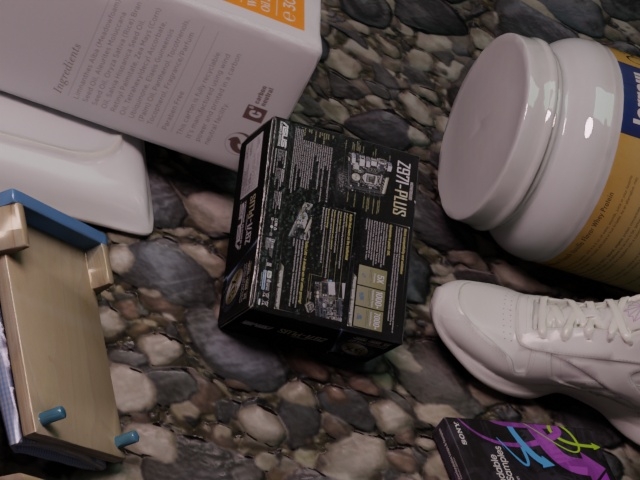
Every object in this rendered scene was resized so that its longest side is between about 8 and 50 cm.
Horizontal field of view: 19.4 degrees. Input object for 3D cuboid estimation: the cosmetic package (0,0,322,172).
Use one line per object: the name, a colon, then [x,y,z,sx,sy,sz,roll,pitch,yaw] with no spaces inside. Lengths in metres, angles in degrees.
cosmetic package: [-0.231,-0.250,1.701,0.453,0.161,0.230,18,37,-15]

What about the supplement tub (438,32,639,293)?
supplement tub: [0.299,-0.070,1.876,0.316,0.228,0.228,16,38,-19]

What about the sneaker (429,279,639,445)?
sneaker: [0.251,0.086,1.720,0.305,0.152,0.114,21,39,-10]

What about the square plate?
square plate: [-0.315,-0.169,1.725,0.344,0.049,0.347,14,39,-20]

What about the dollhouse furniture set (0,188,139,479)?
dollhouse furniture set: [-0.277,0.126,1.382,0.303,0.198,0.286,28,45,-62]

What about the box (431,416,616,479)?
box: [0.186,0.209,1.629,0.162,0.029,0.116,6,42,-28]

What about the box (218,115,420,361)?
box: [0.000,0.000,1.647,0.147,0.077,0.180,13,69,-21]
